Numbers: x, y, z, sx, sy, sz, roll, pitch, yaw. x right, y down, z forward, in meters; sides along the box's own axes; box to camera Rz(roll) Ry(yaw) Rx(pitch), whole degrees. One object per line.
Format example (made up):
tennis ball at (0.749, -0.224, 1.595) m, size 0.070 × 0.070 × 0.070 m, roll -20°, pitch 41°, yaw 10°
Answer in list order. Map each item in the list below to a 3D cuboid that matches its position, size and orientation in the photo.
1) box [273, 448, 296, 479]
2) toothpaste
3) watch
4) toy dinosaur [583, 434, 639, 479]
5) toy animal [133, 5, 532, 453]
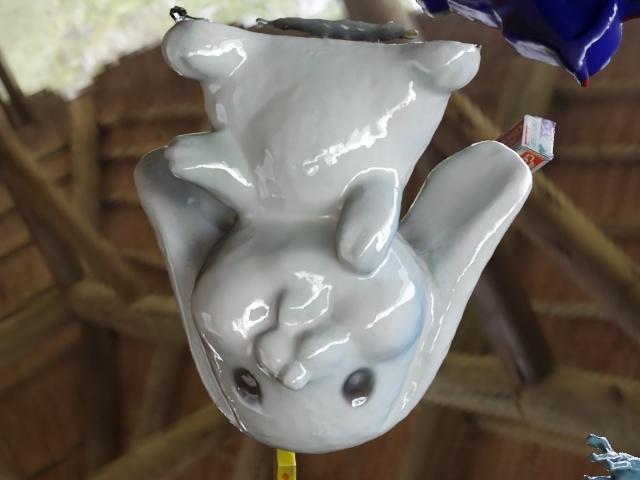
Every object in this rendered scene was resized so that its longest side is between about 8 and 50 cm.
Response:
box at (-0.038, 0.266, 1.810) m, size 0.023 × 0.155 × 0.087 m, roll 1°, pitch -149°, yaw -1°
toothpaste at (0.158, -0.061, 1.731) m, size 0.196 × 0.040 × 0.047 m, roll -39°, pitch -145°, yaw 50°
watch at (0.133, -0.243, 1.172) m, size 0.171 × 0.200 × 0.196 m, roll -47°, pitch -138°, yaw -11°
toy dinosaur at (0.318, 0.240, 1.783) m, size 0.080 × 0.045 × 0.197 m, roll 0°, pitch -162°, yaw -26°
toy animal at (-0.011, -0.015, 1.156) m, size 0.289 × 0.249 × 0.174 m, roll -63°, pitch 167°, yaw -1°
